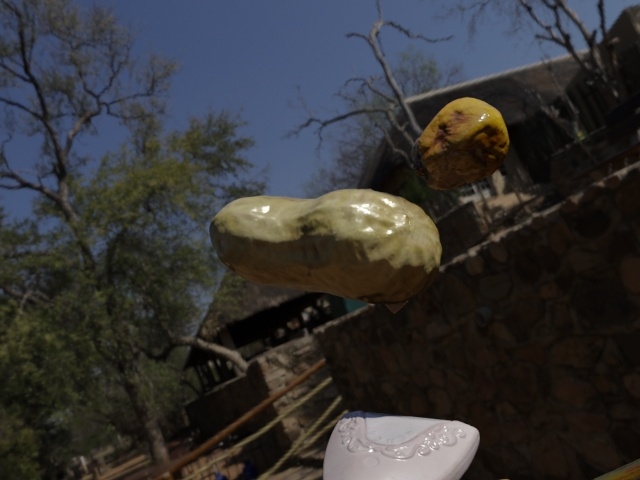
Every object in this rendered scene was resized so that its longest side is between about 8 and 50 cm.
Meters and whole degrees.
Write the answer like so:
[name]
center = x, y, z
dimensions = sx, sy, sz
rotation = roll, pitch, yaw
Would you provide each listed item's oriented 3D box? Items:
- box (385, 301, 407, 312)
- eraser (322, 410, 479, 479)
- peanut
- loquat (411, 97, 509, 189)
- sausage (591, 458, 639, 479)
[box]
center = 0.141, 0.106, 1.383
dimensions = 0.048, 0.115, 0.025
rotation = -45, -1, 20
[eraser]
center = 0.080, 0.289, 0.799
dimensions = 0.204, 0.059, 0.243
rotation = -1, 13, 25
[peanut]
center = 0.000, 0.000, 0.616
dimensions = 0.236, 0.110, 0.120
rotation = 7, 9, 14
[loquat]
center = 0.187, -0.128, 0.850
dimensions = 0.137, 0.113, 0.137
rotation = -34, 16, 11
[sausage]
center = 0.658, 0.474, 1.251
dimensions = 0.082, 0.082, 0.371
rotation = -15, -26, -44
